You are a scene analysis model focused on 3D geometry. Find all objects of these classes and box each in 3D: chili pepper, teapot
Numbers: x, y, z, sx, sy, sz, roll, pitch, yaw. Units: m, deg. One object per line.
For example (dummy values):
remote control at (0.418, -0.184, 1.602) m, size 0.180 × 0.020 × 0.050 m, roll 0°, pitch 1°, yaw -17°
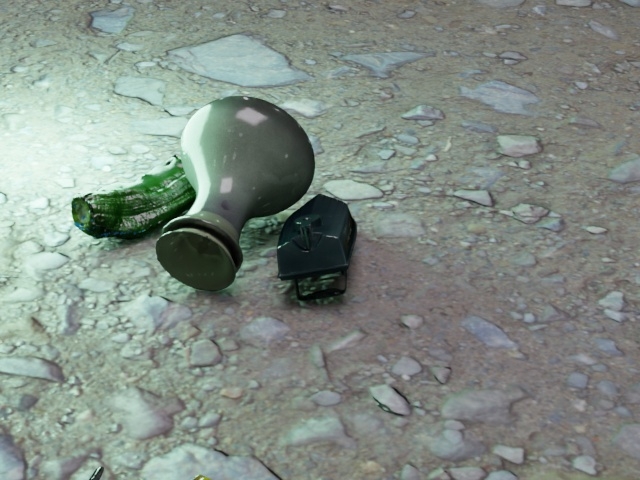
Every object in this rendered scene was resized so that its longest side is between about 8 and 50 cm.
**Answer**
chili pepper at (-0.232, -0.057, 1.749) m, size 0.224 × 0.061 × 0.098 m, roll -23°, pitch 57°, yaw -42°
teapot at (-0.118, -0.058, 1.656) m, size 0.183 × 0.183 × 0.251 m, roll 10°, pitch 48°, yaw 14°

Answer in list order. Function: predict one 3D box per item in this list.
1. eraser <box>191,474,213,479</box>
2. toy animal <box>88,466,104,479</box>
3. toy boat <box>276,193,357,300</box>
eraser at (-0.072, 0.308, 1.137) m, size 0.226 × 0.069 × 0.158 m, roll 20°, pitch 37°, yaw 29°
toy animal at (-0.357, 0.300, 1.134) m, size 0.284 × 0.225 × 0.302 m, roll 18°, pitch 42°, yaw -13°
toy boat at (0.000, 0.000, 1.652) m, size 0.093 × 0.103 × 0.246 m, roll -10°, pitch 16°, yaw 8°
